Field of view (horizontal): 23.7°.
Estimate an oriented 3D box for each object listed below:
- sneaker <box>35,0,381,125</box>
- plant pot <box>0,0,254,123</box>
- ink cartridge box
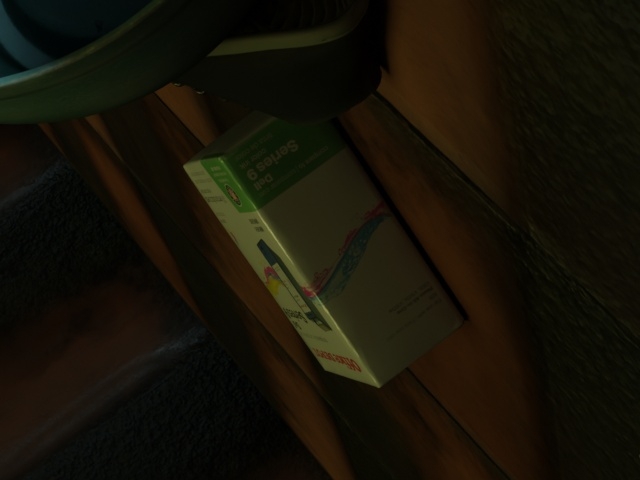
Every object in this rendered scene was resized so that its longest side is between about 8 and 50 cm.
[{"bbox_3d":[-0.075,-0.111,0.906,0.118,0.222,0.083,69,-156,-63],"label":"sneaker"},{"bbox_3d":[-0.136,-0.181,0.763,0.293,0.293,0.196,50,-179,18],"label":"plant pot"},{"bbox_3d":[0.000,0.000,1.177,0.212,0.093,0.154,54,168,-10],"label":"ink cartridge box"}]
